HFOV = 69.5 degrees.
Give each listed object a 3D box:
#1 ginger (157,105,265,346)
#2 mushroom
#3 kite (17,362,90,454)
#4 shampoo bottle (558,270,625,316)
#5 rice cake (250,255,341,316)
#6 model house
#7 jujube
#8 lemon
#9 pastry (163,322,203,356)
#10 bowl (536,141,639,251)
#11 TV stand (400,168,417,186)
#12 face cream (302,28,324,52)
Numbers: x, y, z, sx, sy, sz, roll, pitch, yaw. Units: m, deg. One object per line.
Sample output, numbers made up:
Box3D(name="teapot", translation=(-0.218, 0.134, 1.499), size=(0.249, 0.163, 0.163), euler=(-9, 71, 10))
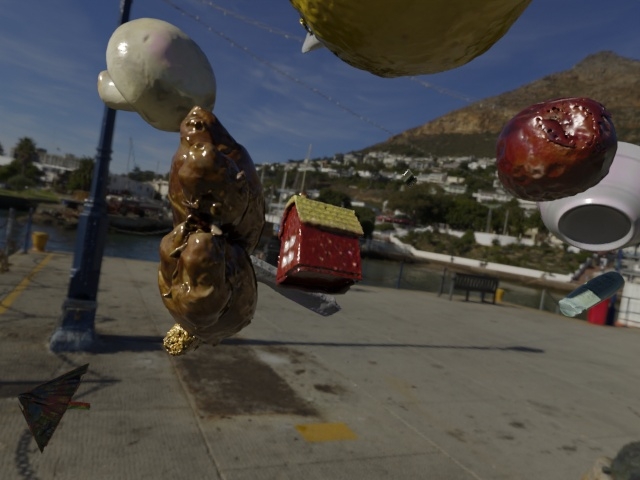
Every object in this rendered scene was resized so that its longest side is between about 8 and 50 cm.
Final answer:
Box3D(name="ginger", translation=(-0.173, -0.020, 0.710), size=(0.152, 0.358, 0.274), euler=(1, -13, 3))
Box3D(name="mushroom", translation=(-0.453, -0.473, 1.289), size=(0.356, 0.315, 0.315), euler=(39, 14, 23))
Box3D(name="kite", translation=(-0.670, 0.416, 1.157), size=(0.014, 0.241, 0.183), euler=(12, -12, 43))
Box3D(name="shampoo bottle", translation=(0.761, 0.148, 1.291), size=(0.212, 0.049, 0.072), euler=(-23, 39, -19))
Box3D(name="rice cake", translation=(-0.111, 0.147, 1.519), size=(0.399, 0.070, 0.064), euler=(29, 22, -19))
Box3D(name="model house", translation=(0.000, 0.000, 1.220), size=(0.195, 0.254, 0.160), euler=(11, -22, -23))
Box3D(name="jujube", translation=(0.393, -0.146, 0.786), size=(0.183, 0.184, 0.243), euler=(10, -5, 17))
Box3D(name="lemon", translation=(0.082, -0.274, 0.391), size=(0.245, 0.245, 0.320), euler=(9, -23, -1))
Box3D(name="pastry", translation=(-0.259, 0.185, 0.919), size=(0.056, 0.080, 0.140), euler=(30, -5, 3))
Box3D(name="bowl", translation=(0.655, -0.077, 1.088), size=(0.286, 0.144, 0.287), euler=(21, -34, 15))
Box3D(name="TV stand", translation=(0.263, -0.185, 1.376), size=(0.042, 0.036, 0.249), euler=(49, 12, 4))
Box3D(name="face cream", translation=(0.052, -0.485, 1.002), size=(0.089, 0.143, 0.314), euler=(15, 9, -29))
